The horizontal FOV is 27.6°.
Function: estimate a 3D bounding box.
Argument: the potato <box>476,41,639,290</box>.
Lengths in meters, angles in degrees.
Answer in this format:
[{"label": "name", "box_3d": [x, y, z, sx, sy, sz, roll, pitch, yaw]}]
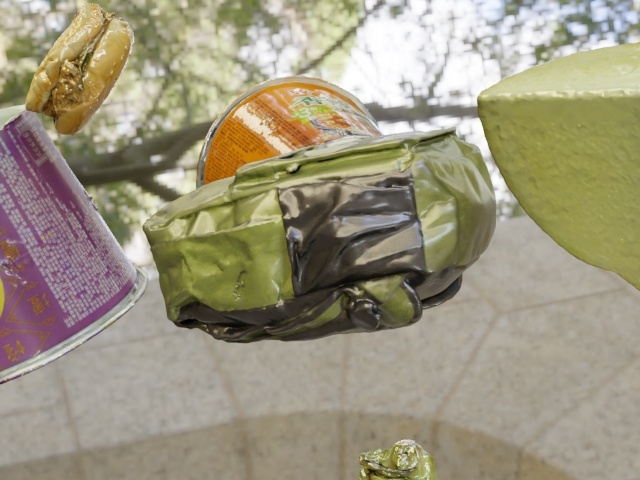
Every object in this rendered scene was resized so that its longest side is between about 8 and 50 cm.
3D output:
[{"label": "potato", "box_3d": [0.179, -0.047, 0.820, 0.120, 0.081, 0.149, 8, -56, 39]}]

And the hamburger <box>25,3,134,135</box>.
[{"label": "hamburger", "box_3d": [-0.270, -0.195, 1.474, 0.138, 0.083, 0.147, -46, -160, 48]}]

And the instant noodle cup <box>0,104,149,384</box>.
[{"label": "instant noodle cup", "box_3d": [-0.417, 0.004, 1.591, 0.266, 0.340, 0.340, 66, -12, -18]}]

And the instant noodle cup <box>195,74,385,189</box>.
[{"label": "instant noodle cup", "box_3d": [-0.002, -0.052, 1.418, 0.182, 0.230, 0.230, -140, -137, -63]}]

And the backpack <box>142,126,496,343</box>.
[{"label": "backpack", "box_3d": [0.000, 0.000, 0.952, 0.207, 0.253, 0.140, -20, 99, -70]}]

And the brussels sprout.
[{"label": "brussels sprout", "box_3d": [0.076, 0.223, 1.272, 0.085, 0.085, 0.058, -136, -128, -64]}]
